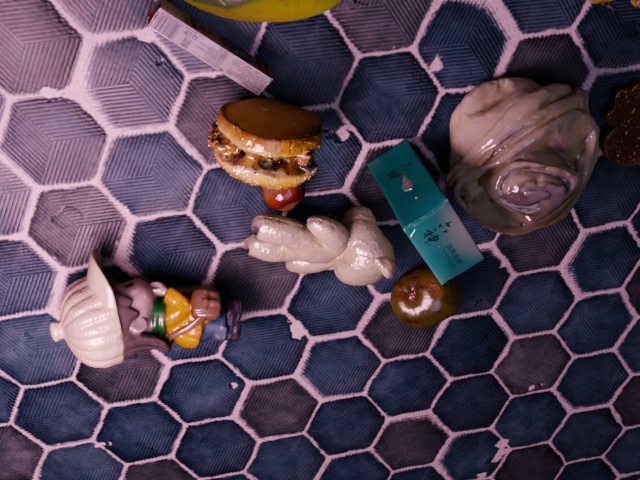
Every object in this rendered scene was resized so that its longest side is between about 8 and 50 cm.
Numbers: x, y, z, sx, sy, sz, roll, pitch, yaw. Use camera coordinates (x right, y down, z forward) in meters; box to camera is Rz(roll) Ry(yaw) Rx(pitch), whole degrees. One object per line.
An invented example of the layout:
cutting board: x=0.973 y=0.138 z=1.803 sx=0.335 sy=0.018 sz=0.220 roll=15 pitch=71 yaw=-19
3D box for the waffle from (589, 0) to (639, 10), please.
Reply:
waffle: x=0.549 y=-0.555 z=1.462 sx=0.379 sy=0.095 sz=0.382 roll=0 pitch=122 yaw=-2

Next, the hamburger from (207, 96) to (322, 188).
hamburger: x=-0.097 y=-0.162 z=1.529 sx=0.191 sy=0.182 sz=0.118 roll=-3 pitch=120 yaw=-31

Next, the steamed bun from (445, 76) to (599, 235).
steamed bun: x=0.371 y=-0.143 z=1.639 sx=0.268 sy=0.207 sz=0.280 roll=-3 pitch=121 yaw=-11

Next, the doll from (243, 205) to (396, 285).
doll: x=0.001 y=-0.002 z=1.703 sx=0.278 sy=0.175 sz=0.149 roll=10 pitch=91 yaw=-14

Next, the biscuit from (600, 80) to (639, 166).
biscuit: x=0.592 y=-0.221 z=1.747 sx=0.124 sy=0.026 sz=0.175 roll=-18 pitch=125 yaw=-5

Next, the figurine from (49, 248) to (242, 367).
figurine: x=-0.318 y=0.154 z=1.686 sx=0.332 sy=0.185 sz=0.204 roll=20 pitch=81 yaw=-19

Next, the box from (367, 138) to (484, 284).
box: x=0.183 y=-0.056 z=1.627 sx=0.092 sy=0.245 sz=0.153 roll=-33 pitch=124 yaw=8

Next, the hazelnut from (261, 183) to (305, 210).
hazelnut: x=-0.069 y=-0.094 z=1.647 sx=0.086 sy=0.086 sz=0.086 roll=-6 pitch=124 yaw=-9

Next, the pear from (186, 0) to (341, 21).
pear: x=-0.124 y=-0.437 z=1.225 sx=0.398 sy=0.165 sz=0.399 roll=19 pitch=140 yaw=17

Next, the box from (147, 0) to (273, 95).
box: x=-0.179 y=-0.314 z=1.488 sx=0.218 sy=0.055 sz=0.039 roll=29 pitch=113 yaw=-28

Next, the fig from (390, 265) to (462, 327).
fig: x=0.220 y=0.106 z=1.843 sx=0.133 sy=0.185 sz=0.126 roll=-44 pitch=83 yaw=21
